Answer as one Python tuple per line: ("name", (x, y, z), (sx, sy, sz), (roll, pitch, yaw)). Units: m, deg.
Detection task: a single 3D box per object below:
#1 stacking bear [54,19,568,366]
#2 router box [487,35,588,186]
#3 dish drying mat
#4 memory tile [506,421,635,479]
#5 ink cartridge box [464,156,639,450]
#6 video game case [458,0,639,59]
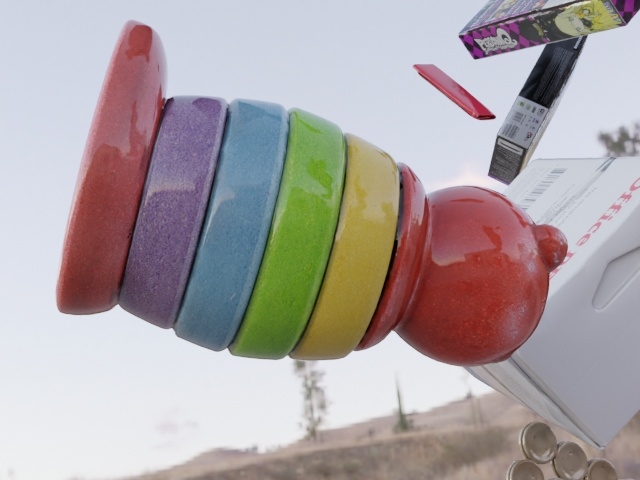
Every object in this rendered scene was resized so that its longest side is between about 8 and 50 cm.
("stacking bear", (0.000, 0.000, 0.641), (0.289, 0.164, 0.175), (13, -63, -9))
("router box", (0.276, -0.171, 1.351), (0.046, 0.179, 0.133), (27, -15, 12))
("dish drying mat", (0.118, -0.131, 0.931), (0.032, 0.083, 0.008), (-11, -45, -45))
("memory tile", (0.219, 0.234, 0.920), (0.148, 0.113, 0.012), (33, -27, -16))
("ink cartridge box", (0.229, 0.041, 0.987), (0.223, 0.129, 0.307), (-46, 11, -5))
("video game case", (0.276, -0.278, 1.053), (0.042, 0.232, 0.210), (52, -25, -21))
